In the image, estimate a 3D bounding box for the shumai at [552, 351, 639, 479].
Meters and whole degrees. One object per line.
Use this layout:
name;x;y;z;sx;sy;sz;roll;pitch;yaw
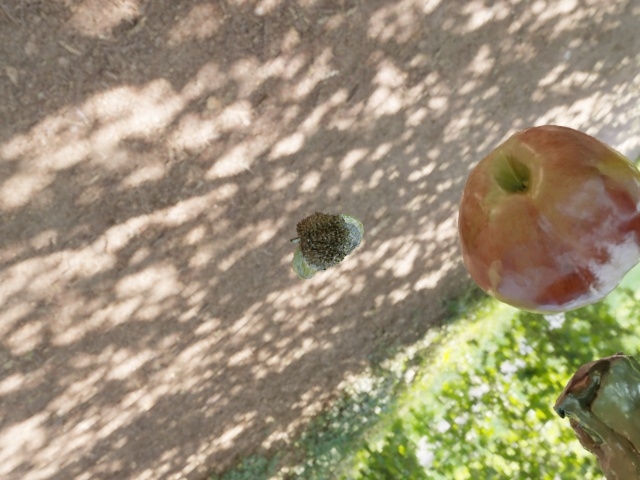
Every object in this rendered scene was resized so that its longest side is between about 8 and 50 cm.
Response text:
shumai;0.395;0.229;0.850;0.261;0.222;0.225;-19;-161;45

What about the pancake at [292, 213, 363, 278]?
pancake;0.009;0.008;1.177;0.129;0.022;0.116;-39;148;-4

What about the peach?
peach;0.296;-0.015;0.957;0.232;0.232;0.257;-47;124;3

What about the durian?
durian;0.000;0.000;1.042;0.091;0.080;0.080;-7;142;-23
